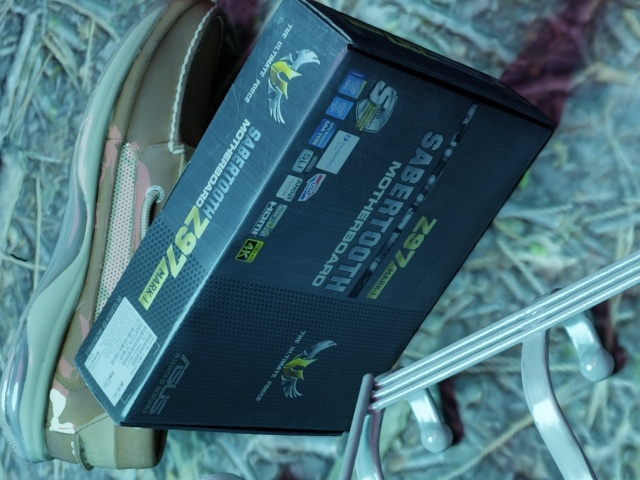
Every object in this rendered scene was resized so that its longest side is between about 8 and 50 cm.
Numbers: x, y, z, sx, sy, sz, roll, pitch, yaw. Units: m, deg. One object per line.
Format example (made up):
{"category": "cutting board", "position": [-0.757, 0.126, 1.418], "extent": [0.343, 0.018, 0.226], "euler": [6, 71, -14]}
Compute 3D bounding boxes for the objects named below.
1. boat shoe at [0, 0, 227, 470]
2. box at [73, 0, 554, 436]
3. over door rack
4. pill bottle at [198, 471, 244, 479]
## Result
{"category": "boat shoe", "position": [-0.106, -0.004, 0.851], "extent": [0.116, 0.123, 0.324], "euler": [14, 82, 8]}
{"category": "box", "position": [0.000, 0.000, 0.696], "extent": [0.059, 0.183, 0.233], "euler": [46, 111, 36]}
{"category": "over door rack", "position": [0.090, 0.126, 0.548], "extent": [0.239, 0.324, 0.108], "euler": [-32, 102, 32]}
{"category": "pill bottle", "position": [-0.024, 0.212, 0.738], "extent": [0.169, 0.094, 0.094], "euler": [42, 109, 38]}
